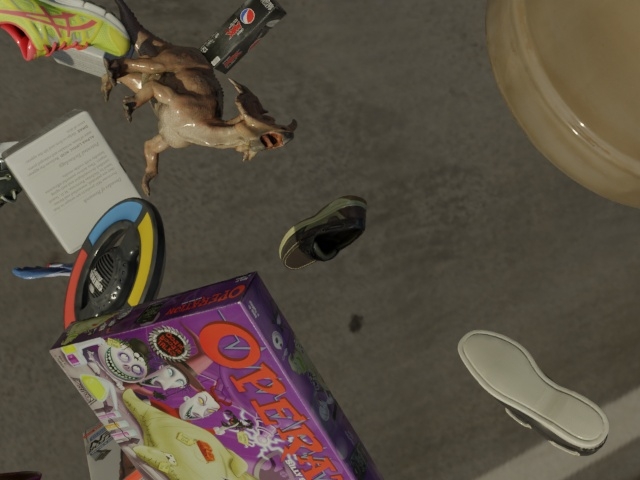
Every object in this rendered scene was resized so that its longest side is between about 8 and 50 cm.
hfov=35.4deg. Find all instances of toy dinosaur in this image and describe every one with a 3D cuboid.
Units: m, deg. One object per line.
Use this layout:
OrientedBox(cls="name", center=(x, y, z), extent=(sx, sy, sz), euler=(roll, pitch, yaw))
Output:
OrientedBox(cls="toy dinosaur", center=(-0.166, -0.190, 1.300), extent=(0.200, 0.296, 0.127), euler=(-20, 157, -18))

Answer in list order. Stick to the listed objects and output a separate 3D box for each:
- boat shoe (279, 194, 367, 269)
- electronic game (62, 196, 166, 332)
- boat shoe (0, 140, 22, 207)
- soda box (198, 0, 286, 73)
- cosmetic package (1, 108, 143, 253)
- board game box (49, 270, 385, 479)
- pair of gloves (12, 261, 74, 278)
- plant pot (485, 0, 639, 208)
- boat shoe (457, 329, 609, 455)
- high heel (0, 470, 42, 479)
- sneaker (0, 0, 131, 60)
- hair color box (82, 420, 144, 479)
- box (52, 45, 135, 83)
OrientedBox(cls="boat shoe", center=(0.000, 0.000, 1.214), extent=(0.056, 0.049, 0.152), euler=(19, 140, -29))
OrientedBox(cls="electronic game", center=(-0.277, 0.051, 1.332), extent=(0.048, 0.229, 0.229), euler=(23, 93, -37))
OrientedBox(cls="boat shoe", center=(-0.601, -0.116, 1.858), extent=(0.335, 0.121, 0.119), euler=(-6, 89, -13))
OrientedBox(cls="soda box", center=(-0.147, -0.393, 1.885), extent=(0.169, 0.053, 0.060), euler=(-42, 166, 13))
OrientedBox(cls="cosmetic package", center=(-0.407, -0.101, 1.649), extent=(0.151, 0.151, 0.184), euler=(-34, 109, -12))
OrientedBox(cls="board game box", center=(-0.061, 0.195, 0.879), extent=(0.347, 0.208, 0.056), euler=(60, 28, -23))
OrientedBox(cls="pair of gloves", center=(-0.502, 0.061, 1.978), extent=(0.198, 0.159, 0.023), euler=(-12, 103, -67))
OrientedBox(cls="plant pot", center=(0.329, -0.210, 0.798), extent=(0.323, 0.280, 0.323), euler=(2, 77, -10))
OrientedBox(cls="boat shoe", center=(0.154, 0.112, 0.738), extent=(0.046, 0.125, 0.038), euler=(-48, 156, -22))
OrientedBox(cls="high heel", center=(-0.653, 0.467, 1.958), extent=(0.117, 0.082, 0.244), euler=(-50, 136, -6))
OrientedBox(cls="sneaker", center=(-0.339, -0.263, 1.259), extent=(0.208, 0.081, 0.094), euler=(17, 81, -32))
OrientedBox(cls="hair color box", center=(-0.195, 0.228, 1.065), extent=(0.093, 0.167, 0.053), euler=(-35, 112, -7))
OrientedBox(cls="box", center=(-0.404, -0.342, 1.738), extent=(0.126, 0.137, 0.072), euler=(19, 81, 5))
